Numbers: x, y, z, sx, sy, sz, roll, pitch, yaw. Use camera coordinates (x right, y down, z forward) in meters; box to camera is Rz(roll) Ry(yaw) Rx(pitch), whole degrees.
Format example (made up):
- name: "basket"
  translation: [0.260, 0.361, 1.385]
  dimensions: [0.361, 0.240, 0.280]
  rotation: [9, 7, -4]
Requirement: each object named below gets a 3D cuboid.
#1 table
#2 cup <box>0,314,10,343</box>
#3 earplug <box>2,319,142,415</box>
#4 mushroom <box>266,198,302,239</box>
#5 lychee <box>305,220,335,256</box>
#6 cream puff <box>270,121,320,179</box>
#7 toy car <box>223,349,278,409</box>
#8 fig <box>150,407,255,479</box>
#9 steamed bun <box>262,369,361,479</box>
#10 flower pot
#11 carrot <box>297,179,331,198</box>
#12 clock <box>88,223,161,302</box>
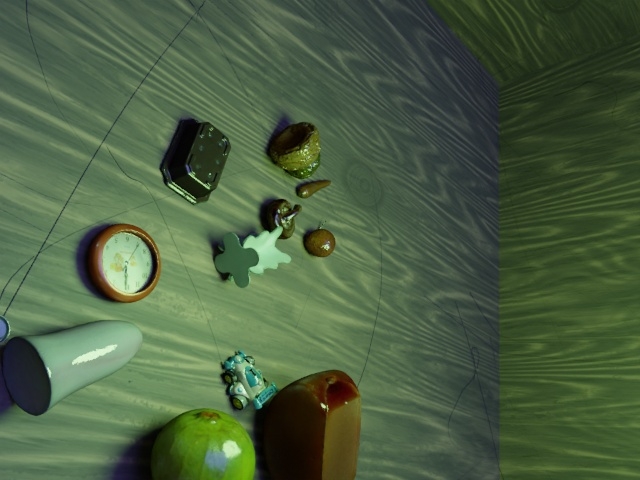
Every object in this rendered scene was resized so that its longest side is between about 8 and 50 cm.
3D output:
- name: "table"
  translation: [-0.195, 0.038, 1.841]
  dimensions: [0.198, 0.167, 0.166]
  rotation: [-22, 98, -58]
- name: "cup"
  translation: [-0.695, 0.200, 1.262]
  dimensions: [0.078, 0.077, 0.100]
  rotation: [9, 74, -48]
- name: "earplug"
  translation: [-0.533, 0.256, 1.385]
  dimensions: [0.301, 0.173, 0.172]
  rotation: [-19, 95, -56]
- name: "mushroom"
  translation: [-0.122, -0.077, 2.008]
  dimensions: [0.171, 0.080, 0.135]
  rotation: [-39, 123, -48]
- name: "lychee"
  translation: [0.003, 0.005, 2.124]
  dimensions: [0.115, 0.140, 0.101]
  rotation: [-22, 104, -12]
- name: "cream puff"
  translation: [-0.063, -0.291, 2.077]
  dimensions: [0.169, 0.184, 0.183]
  rotation: [57, 42, -41]
- name: "toy car"
  translation: [-0.202, 0.403, 1.771]
  dimensions: [0.126, 0.098, 0.161]
  rotation: [-32, 107, -51]
- name: "fig"
  translation: [-0.291, 0.586, 1.520]
  dimensions: [0.258, 0.258, 0.326]
  rotation: [-16, 111, -50]
- name: "steamed bun"
  translation: [-0.032, 0.574, 1.803]
  dimensions: [0.235, 0.248, 0.378]
  rotation: [-6, 102, -52]
- name: "flower pot"
  translation: [-0.347, -0.241, 1.782]
  dimensions: [0.179, 0.084, 0.250]
  rotation: [38, 54, -37]
- name: "carrot"
  translation: [-0.016, -0.193, 2.194]
  dimensions: [0.216, 0.048, 0.048]
  rotation: [-30, 103, -54]
- name: "clock"
  translation: [-0.497, 0.058, 1.551]
  dimensions: [0.205, 0.051, 0.205]
  rotation: [17, 68, -48]
